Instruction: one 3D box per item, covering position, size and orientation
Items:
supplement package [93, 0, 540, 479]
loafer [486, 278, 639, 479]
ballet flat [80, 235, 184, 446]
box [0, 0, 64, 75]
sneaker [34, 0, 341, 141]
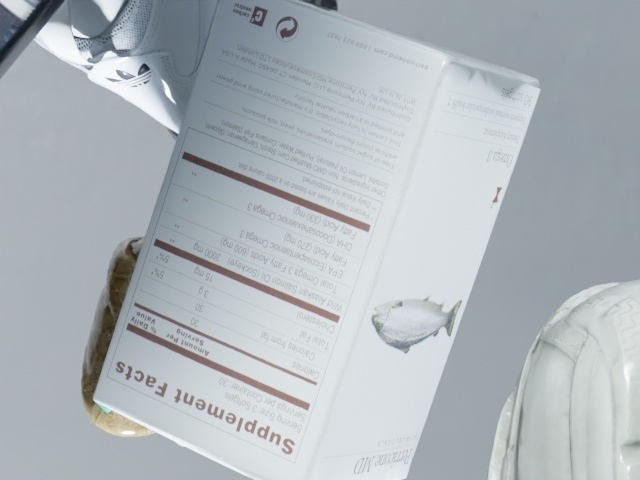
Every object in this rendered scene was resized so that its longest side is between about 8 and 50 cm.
[{"bbox_3d":[0.000,0.000,0.800,0.105,0.179,0.105,22,-171,24],"label":"supplement package"},{"bbox_3d":[0.100,0.172,0.586,0.112,0.319,0.111,4,174,-17],"label":"loafer"},{"bbox_3d":[-0.043,0.057,1.117,0.124,0.116,0.342,-56,167,13],"label":"ballet flat"},{"bbox_3d":[-0.154,-0.238,0.636,0.312,0.179,0.343,39,96,-9],"label":"box"},{"bbox_3d":[-0.086,-0.231,1.107,0.137,0.366,0.210,-14,158,32],"label":"sneaker"}]
